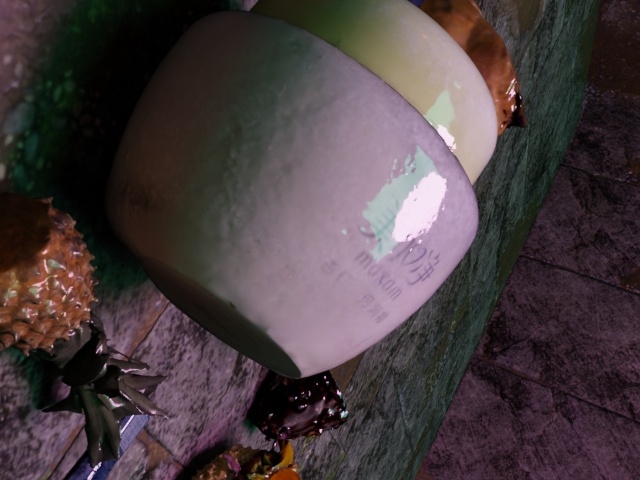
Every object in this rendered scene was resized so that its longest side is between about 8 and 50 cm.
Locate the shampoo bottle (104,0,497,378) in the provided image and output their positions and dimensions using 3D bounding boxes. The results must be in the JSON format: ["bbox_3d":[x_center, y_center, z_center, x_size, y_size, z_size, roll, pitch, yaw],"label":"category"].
[{"bbox_3d":[-0.021,-0.054,0.674,0.317,0.322,0.322,-51,154,-9],"label":"shampoo bottle"}]

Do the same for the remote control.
[{"bbox_3d":[-0.239,0.242,0.808,0.152,0.027,0.043,-56,149,-34],"label":"remote control"}]

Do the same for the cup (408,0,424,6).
[{"bbox_3d":[0.090,-0.383,0.734,0.256,0.178,0.255,150,-45,-77],"label":"cup"}]

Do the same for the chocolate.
[{"bbox_3d":[-0.046,0.256,1.156,0.133,0.156,0.156,-27,140,-18],"label":"chocolate"}]

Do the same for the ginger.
[{"bbox_3d":[0.120,-0.227,0.941,0.200,0.223,0.269,56,19,-52],"label":"ginger"}]

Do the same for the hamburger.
[{"bbox_3d":[-0.121,0.392,1.043,0.262,0.139,0.243,-38,144,-45],"label":"hamburger"}]

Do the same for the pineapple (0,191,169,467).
[{"bbox_3d":[-0.221,0.083,0.618,0.277,0.130,0.119,78,10,-49],"label":"pineapple"}]
